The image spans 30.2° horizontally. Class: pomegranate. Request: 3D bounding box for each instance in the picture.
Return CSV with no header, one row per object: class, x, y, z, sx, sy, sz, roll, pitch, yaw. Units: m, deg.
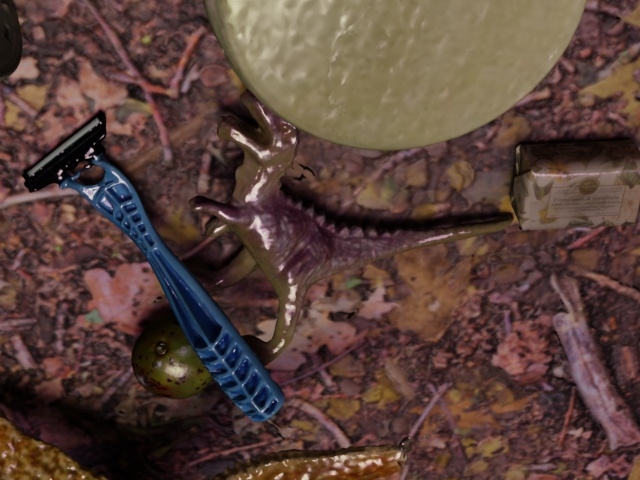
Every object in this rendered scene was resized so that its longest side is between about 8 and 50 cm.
pomegranate,-0.118,0.099,0.964,0.073,0.073,0.084,5,145,-13

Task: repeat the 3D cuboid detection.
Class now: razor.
razor,-0.110,0.027,0.874,0.082,0.042,0.253,-37,92,17

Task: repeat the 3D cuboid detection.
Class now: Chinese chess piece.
Chinese chess piece,0.047,-0.178,0.754,0.250,0.101,0.250,-4,127,-6

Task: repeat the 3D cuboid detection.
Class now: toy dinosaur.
toy dinosaur,0.000,0.002,0.908,0.251,0.072,0.200,34,107,-20

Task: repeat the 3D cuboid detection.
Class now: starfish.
starfish,-0.163,0.247,1.000,0.384,0.132,0.398,21,134,4

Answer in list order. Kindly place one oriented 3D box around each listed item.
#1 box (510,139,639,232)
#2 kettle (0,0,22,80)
box,0.198,-0.043,0.917,0.098,0.045,0.062,-4,126,-4
kettle,-0.342,-0.135,0.708,0.255,0.165,0.240,-27,97,17
